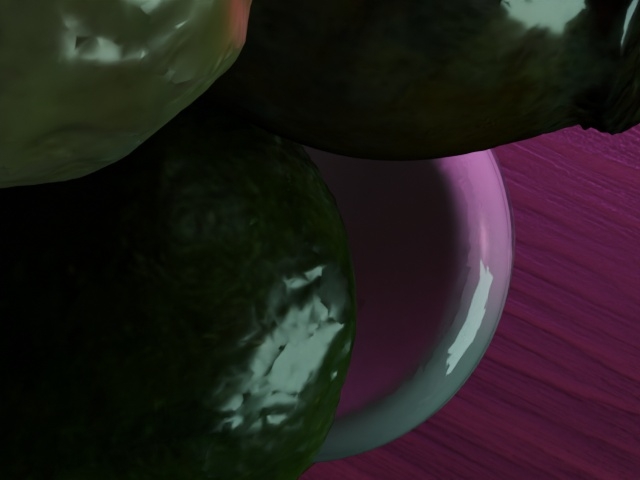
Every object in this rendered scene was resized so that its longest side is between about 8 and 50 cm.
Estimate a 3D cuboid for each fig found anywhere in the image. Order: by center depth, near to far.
[{"bbox_3d":[-0.124,0.029,0.636,0.235,0.203,0.203,-8,138,-30],"label":"fig"}]

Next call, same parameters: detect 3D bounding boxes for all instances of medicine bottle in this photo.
[{"bbox_3d":[0.000,0.000,1.041,0.245,0.245,0.306,-64,173,5],"label":"medicine bottle"}]

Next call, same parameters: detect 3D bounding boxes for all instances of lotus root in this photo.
[{"bbox_3d":[0.006,-0.108,0.591,0.149,0.260,0.267,-63,174,0],"label":"lotus root"}]

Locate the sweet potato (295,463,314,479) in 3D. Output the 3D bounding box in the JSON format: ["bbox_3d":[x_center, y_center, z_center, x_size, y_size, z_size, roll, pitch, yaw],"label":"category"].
[{"bbox_3d":[-0.118,0.229,1.456,0.370,0.157,0.158,-52,167,-40],"label":"sweet potato"}]

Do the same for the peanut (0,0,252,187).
[{"bbox_3d":[-0.082,-0.103,0.369,0.291,0.159,0.143,108,7,-54],"label":"peanut"}]
